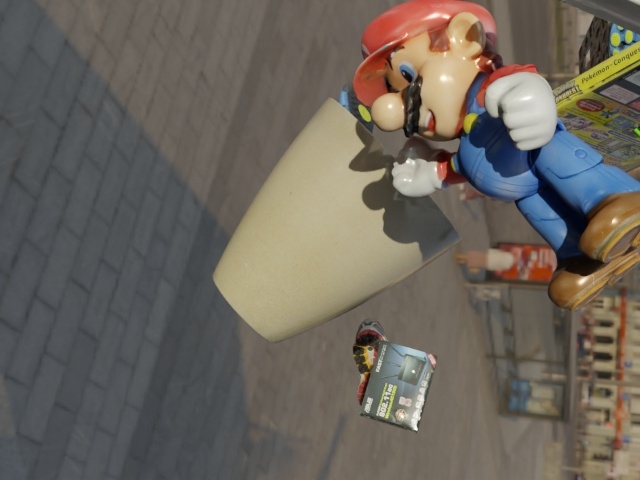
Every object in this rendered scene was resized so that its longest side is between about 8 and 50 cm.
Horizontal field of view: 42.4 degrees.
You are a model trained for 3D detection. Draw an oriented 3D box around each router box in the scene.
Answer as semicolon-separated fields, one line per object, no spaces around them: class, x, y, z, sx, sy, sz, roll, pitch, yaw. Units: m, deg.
router box;0.121;0.223;1.264;0.038;0.092;0.122;67;39;-71

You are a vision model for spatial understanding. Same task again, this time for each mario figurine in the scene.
mario figurine;0.126;-0.079;0.715;0.170;0.320;0.198;-2;136;-48

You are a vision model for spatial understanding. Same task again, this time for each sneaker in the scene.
sneaker;0.117;0.258;1.679;0.093;0.088;0.225;-79;165;-59
sneaker;0.042;-0.156;1.303;0.069;0.082;0.209;24;49;-42
sneaker;0.520;-0.402;1.402;0.078;0.067;0.188;-70;156;-73

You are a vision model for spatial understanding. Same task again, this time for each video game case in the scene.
video game case;0.447;-0.181;1.172;0.275;0.248;0.035;12;64;-34

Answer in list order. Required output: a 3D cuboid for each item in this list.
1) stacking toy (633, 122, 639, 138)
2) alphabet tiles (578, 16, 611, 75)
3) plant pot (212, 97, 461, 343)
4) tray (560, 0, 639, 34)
stacking toy;0.475;-0.063;1.117;0.052;0.167;0.221;-30;155;-19
alphabet tiles;0.539;-0.334;1.620;0.198;0.009;0.237;88;7;-67
plant pot;0.000;0.000;1.092;0.274;0.256;0.256;-44;157;3
tray;0.258;-0.151;0.556;0.145;0.270;0.030;-21;135;-37
